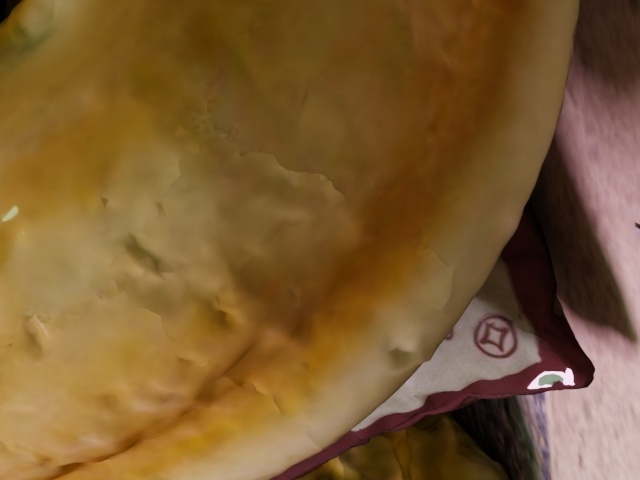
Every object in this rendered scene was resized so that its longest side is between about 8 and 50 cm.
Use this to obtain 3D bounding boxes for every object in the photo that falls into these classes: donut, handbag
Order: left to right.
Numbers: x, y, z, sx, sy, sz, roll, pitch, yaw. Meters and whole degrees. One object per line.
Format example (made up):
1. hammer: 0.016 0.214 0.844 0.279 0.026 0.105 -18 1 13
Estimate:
1. donut: -0.107 -0.088 0.613 0.198 0.449 0.448 25 -141 -54
2. handbag: 0.000 0.000 0.714 0.235 0.127 0.213 -28 70 36

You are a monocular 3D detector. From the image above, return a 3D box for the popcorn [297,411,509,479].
1. popcorn: 0.022 0.154 0.818 0.197 0.156 0.197 -172 90 -76
